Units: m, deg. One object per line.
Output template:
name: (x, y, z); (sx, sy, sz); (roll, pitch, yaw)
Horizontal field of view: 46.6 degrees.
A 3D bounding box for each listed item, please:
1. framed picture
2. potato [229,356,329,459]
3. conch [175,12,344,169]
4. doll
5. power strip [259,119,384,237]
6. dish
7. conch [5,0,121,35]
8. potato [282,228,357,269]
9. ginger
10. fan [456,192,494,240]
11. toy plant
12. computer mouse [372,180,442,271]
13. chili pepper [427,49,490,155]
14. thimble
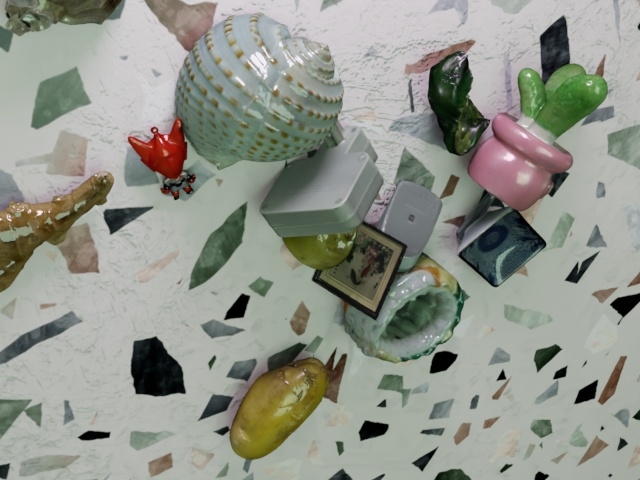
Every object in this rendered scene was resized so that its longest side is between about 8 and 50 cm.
framed picture: (0.087, 0.053, 1.700); (0.010, 0.199, 0.195); (-3, 120, -57)
potato: (-0.102, 0.397, 1.789); (0.300, 0.140, 0.173); (-48, 132, 7)
conch: (-0.117, -0.271, 1.430); (0.303, 0.215, 0.319); (37, 92, -24)
doll: (-0.301, -0.154, 1.476); (0.109, 0.057, 0.169); (-21, 125, -5)
power strip: (0.012, -0.142, 1.551); (0.141, 0.229, 0.261); (55, 49, -33)
dish: (0.448, 0.001, 1.894); (0.182, 0.080, 0.243); (-42, 138, 12)
conch: (-0.410, -0.454, 1.220); (0.210, 0.159, 0.291); (32, 94, -33)
potato: (0.000, 0.000, 1.654); (0.120, 0.081, 0.149); (16, 139, -33)
ginger: (-0.531, -0.028, 1.405); (0.333, 0.081, 0.148); (-35, 128, -7)
fan: (0.434, -0.120, 1.887); (0.057, 0.023, 0.282); (26, 100, -34)
toy plant: (0.508, -0.257, 1.751); (0.210, 0.317, 0.356); (27, 109, 1)
computer mouse: (0.198, -0.032, 1.740); (0.128, 0.079, 0.231); (31, 64, -4)
chili pepper: (0.295, -0.311, 1.663); (0.148, 0.116, 0.264); (-57, 149, -18)
thimble: (0.197, 0.164, 1.806); (0.288, 0.167, 0.254); (-33, 128, -7)
